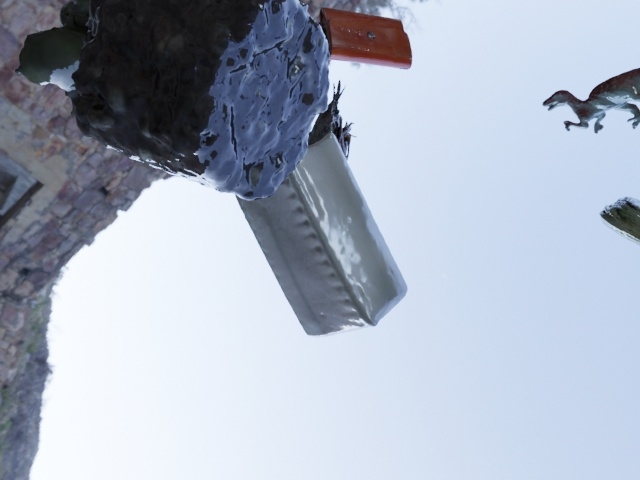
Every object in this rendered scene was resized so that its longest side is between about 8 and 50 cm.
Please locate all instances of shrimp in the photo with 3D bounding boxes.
[{"bbox_3d":[0.001,-0.270,1.299,0.172,0.137,0.372,3,-113,34],"label":"shrimp"}]

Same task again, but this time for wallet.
[{"bbox_3d":[0.103,-0.459,1.043,0.045,0.204,0.142,131,-45,-61],"label":"wallet"}]

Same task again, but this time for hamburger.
[{"bbox_3d":[0.526,-0.022,0.740,0.140,0.133,0.062,37,-66,24],"label":"hamburger"}]

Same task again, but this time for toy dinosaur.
[{"bbox_3d":[0.591,-0.296,0.903,0.053,0.167,0.242,-46,179,-42],"label":"toy dinosaur"}]

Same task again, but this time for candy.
[{"bbox_3d":[0.000,0.000,0.865,0.145,0.359,0.208,-31,-174,-38],"label":"candy"}]

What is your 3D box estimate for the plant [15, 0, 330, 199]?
[{"bbox_3d":[-0.163,-0.191,0.501,0.312,0.213,0.215,25,-78,26],"label":"plant"}]
